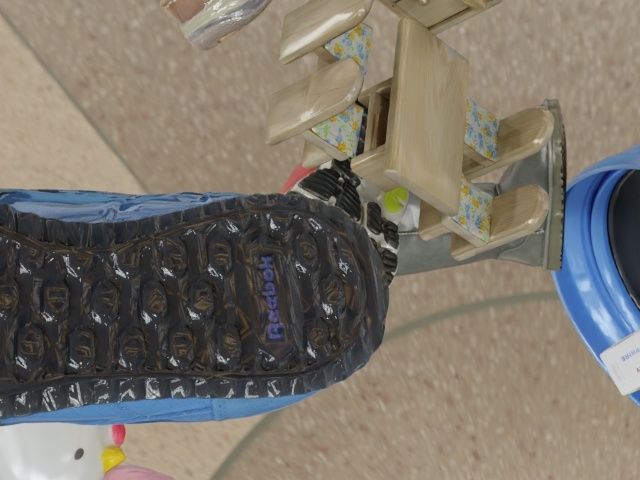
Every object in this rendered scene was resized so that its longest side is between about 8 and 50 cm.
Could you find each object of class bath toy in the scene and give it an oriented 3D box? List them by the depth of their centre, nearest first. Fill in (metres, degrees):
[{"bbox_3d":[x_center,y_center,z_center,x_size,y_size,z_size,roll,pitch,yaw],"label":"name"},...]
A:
[{"bbox_3d":[-0.158,0.215,1.169,0.151,0.348,0.129,-20,51,-4],"label":"bath toy"}]

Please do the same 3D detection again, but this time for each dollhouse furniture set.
[{"bbox_3d":[0.102,-0.143,1.195,0.161,0.212,0.242,-23,49,41],"label":"dollhouse furniture set"}]

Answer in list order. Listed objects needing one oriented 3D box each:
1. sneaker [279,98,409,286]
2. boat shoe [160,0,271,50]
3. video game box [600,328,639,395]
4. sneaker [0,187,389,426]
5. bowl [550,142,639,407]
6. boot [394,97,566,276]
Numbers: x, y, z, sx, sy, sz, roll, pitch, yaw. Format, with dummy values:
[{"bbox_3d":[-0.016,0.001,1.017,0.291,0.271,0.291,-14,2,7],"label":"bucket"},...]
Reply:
[{"bbox_3d":[0.000,0.000,1.249,0.107,0.118,0.279,41,38,-7],"label":"sneaker"},{"bbox_3d":[-0.058,-0.296,1.338,0.116,0.123,0.324,43,42,-17],"label":"boat shoe"},{"bbox_3d":[0.361,0.050,1.318,0.205,0.187,0.048,-15,70,-42],"label":"video game box"},{"bbox_3d":[-0.088,0.019,0.421,0.209,0.082,0.069,4,77,-28],"label":"sneaker"},{"bbox_3d":[0.398,0.067,1.582,0.391,0.391,0.077,41,63,19],"label":"bowl"},{"bbox_3d":[0.128,-0.046,1.516,0.208,0.076,0.189,4,112,11],"label":"boot"}]
